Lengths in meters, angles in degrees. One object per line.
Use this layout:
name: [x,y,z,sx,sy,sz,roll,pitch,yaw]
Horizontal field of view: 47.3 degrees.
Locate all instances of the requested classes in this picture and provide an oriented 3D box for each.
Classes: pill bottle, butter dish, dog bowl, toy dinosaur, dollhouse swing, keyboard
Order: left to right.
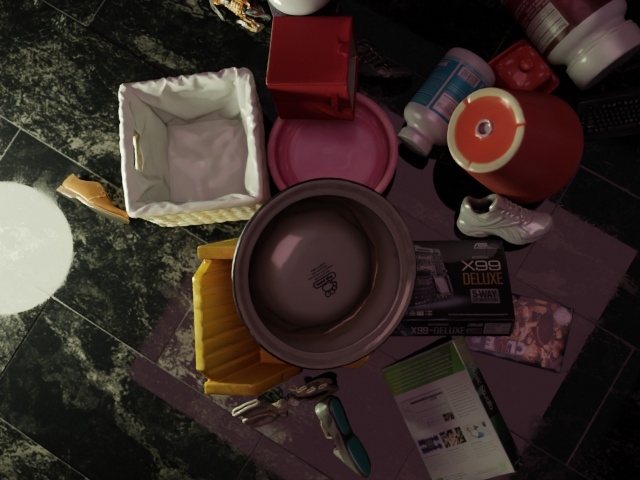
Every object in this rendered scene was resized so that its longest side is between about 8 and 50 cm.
toy dinosaur: [-0.228,-0.712,1.930,0.218,0.164,0.322,-37,103,15]
dollhouse swing: [-0.074,0.176,1.690,0.305,0.315,0.347,5,100,30]
pill bottle: [-0.042,-0.610,1.806,0.181,0.323,0.181,-1,83,4]
dog bowl: [-0.006,0.063,1.587,0.408,0.150,0.408,-3,98,-19]
pill bottle: [0.308,-0.341,1.834,0.146,0.146,0.264,37,87,8]
butter dish: [0.510,-0.426,1.843,0.160,0.118,0.160,-35,82,-1]
pill bottle: [0.602,-0.580,1.802,0.224,0.224,0.392,-36,82,-1]
keyboard: [0.792,-0.355,1.804,0.317,0.033,0.201,-10,119,3]

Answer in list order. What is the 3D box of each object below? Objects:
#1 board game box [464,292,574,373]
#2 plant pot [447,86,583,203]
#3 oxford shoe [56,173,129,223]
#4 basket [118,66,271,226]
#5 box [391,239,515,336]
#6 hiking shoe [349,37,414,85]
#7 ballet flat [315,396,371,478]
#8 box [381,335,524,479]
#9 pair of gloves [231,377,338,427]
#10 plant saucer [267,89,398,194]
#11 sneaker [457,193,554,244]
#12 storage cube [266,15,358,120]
board game box: [0.484,0.217,1.802,0.243,0.042,0.165,13,84,6]
plant pot: [0.440,-0.236,1.709,0.275,0.243,0.275,-6,81,41]
oxford shoe: [-0.585,-0.112,1.915,0.212,0.076,0.076,29,75,7]
basket: [-0.292,-0.214,1.806,0.331,0.266,0.328,-7,82,4]
box: [0.296,0.113,1.757,0.307,0.076,0.242,0,50,5]
hiking shoe: [0.134,-0.471,1.895,0.227,0.086,0.114,9,87,6]
ballet flat: [0.052,0.490,1.799,0.068,0.072,0.213,-31,80,28]
box: [0.306,0.411,1.723,0.232,0.058,0.322,-31,81,39]
pair of gloves: [-0.078,0.391,1.744,0.240,0.204,0.042,-21,68,1]
plant saucer: [0.032,-0.221,1.873,0.332,0.084,0.332,-1,82,4]
sneaker: [0.448,-0.060,1.768,0.232,0.115,0.090,3,50,12]
storage cube: [-0.014,-0.413,1.769,0.193,0.183,0.215,3,74,9]
